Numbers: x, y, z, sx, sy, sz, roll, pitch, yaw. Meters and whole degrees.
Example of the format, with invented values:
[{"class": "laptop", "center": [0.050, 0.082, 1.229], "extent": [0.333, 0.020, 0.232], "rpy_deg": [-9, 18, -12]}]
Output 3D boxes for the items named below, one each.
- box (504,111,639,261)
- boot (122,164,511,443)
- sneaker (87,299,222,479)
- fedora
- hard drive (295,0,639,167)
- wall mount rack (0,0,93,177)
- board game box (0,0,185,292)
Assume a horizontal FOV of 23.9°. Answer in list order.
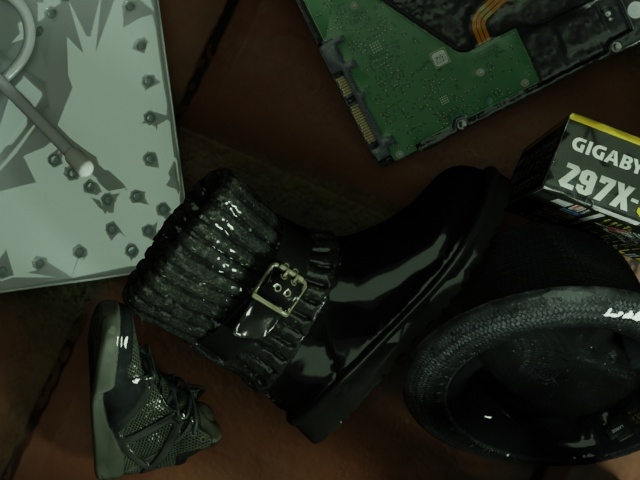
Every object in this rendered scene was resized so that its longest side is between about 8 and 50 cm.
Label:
[{"class": "box", "center": [0.317, -0.026, 1.426], "extent": [0.257, 0.322, 0.079], "rpy_deg": [22, 88, 2]}, {"class": "boot", "center": [0.000, 0.001, 1.492], "extent": [0.260, 0.131, 0.348], "rpy_deg": [41, 84, -9]}, {"class": "sneaker", "center": [-0.166, 0.144, 1.494], "extent": [0.130, 0.087, 0.228], "rpy_deg": [-5, 128, -8]}, {"class": "fedora", "center": [0.227, 0.089, 1.460], "extent": [0.334, 0.334, 0.153], "rpy_deg": [-3, 55, 0]}, {"class": "hard drive", "center": [0.158, -0.251, 1.530], "extent": [0.339, 0.064, 0.237], "rpy_deg": [-28, 103, 3]}, {"class": "wall mount rack", "center": [-0.394, -0.093, 1.474], "extent": [0.304, 0.130, 0.350], "rpy_deg": [44, 89, 2]}, {"class": "board game box", "center": [-0.348, -0.139, 1.567], "extent": [0.390, 0.050, 0.390], "rpy_deg": [-8, 87, 0]}]
